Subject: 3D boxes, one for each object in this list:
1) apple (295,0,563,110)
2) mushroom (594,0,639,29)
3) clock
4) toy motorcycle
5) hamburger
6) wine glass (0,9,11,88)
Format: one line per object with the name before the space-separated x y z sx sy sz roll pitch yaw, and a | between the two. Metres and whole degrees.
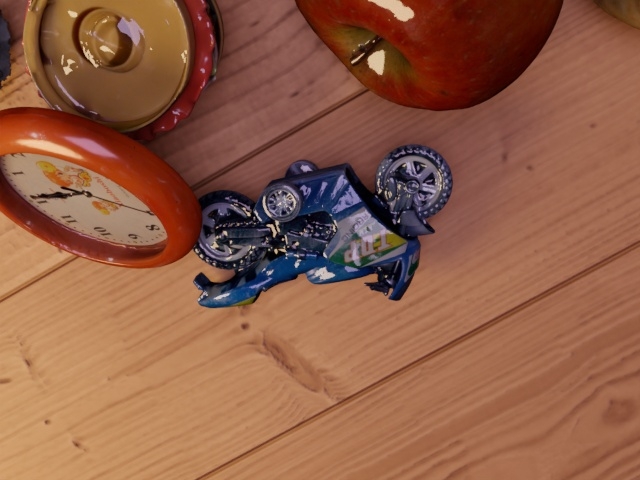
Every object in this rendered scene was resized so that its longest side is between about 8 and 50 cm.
apple | 0.096 -0.225 0.719 0.229 0.230 0.230 0 97 3
mushroom | 0.291 -0.246 0.757 0.148 0.112 0.148 -9 73 31
clock | -0.199 -0.042 0.775 0.205 0.205 0.051 18 60 1
toy motorcycle | 0.000 0.000 0.814 0.254 0.092 0.136 -12 105 13
hamburger | -0.158 -0.178 0.771 0.175 0.137 0.175 5 116 9
wine glass | -0.385 -0.175 0.798 0.204 0.111 0.111 7 97 4
